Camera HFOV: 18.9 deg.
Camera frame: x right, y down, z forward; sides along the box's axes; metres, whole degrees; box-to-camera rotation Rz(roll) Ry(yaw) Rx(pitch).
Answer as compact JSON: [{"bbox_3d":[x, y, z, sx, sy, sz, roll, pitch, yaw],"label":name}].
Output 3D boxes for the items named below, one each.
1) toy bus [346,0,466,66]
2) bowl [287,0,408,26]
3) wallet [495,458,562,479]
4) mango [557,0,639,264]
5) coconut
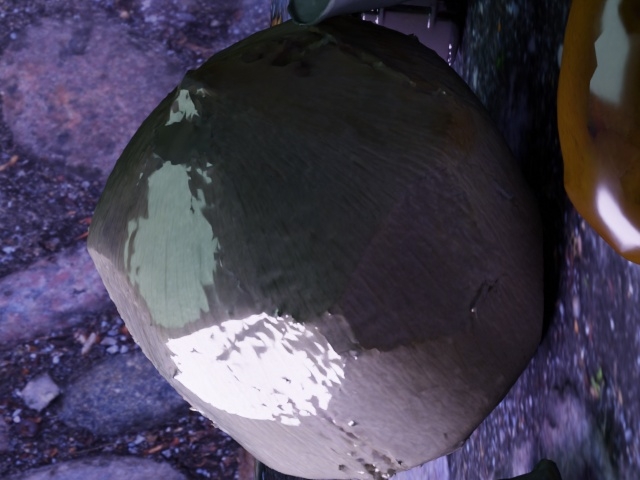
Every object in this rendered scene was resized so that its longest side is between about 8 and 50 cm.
[{"bbox_3d":[0.084,-0.303,1.660,0.138,0.112,0.317,-86,3,-47],"label":"toy bus"},{"bbox_3d":[0.090,-0.294,1.409,0.313,0.146,0.313,-167,90,-76],"label":"bowl"},{"bbox_3d":[0.145,0.319,1.452,0.360,0.083,0.252,110,152,-65],"label":"wallet"},{"bbox_3d":[0.193,-0.098,0.944,0.156,0.151,0.248,29,119,43],"label":"mango"},{"bbox_3d":[0.000,0.000,1.489,0.360,0.346,0.346,47,-155,-45],"label":"coconut"}]
